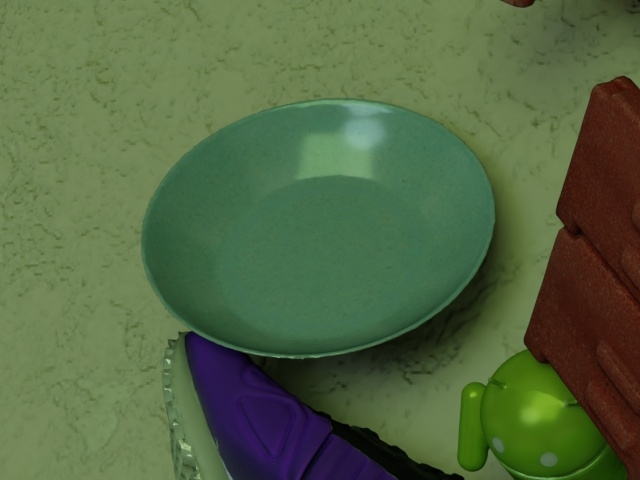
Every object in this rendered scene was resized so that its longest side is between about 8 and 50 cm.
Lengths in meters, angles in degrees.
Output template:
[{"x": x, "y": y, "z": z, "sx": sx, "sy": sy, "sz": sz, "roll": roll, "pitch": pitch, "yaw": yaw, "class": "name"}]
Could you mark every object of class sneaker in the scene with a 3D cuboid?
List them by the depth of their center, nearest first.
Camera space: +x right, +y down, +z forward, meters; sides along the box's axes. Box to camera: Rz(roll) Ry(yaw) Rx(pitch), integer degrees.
[{"x": 0.016, "y": 0.145, "z": 0.939, "sx": 0.146, "sy": 0.102, "sz": 0.293, "roll": -16, "pitch": 43, "yaw": -14, "class": "sneaker"}]

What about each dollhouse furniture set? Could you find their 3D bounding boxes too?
[{"x": 0.171, "y": -0.065, "z": 0.913, "sx": 0.201, "sy": 0.152, "sz": 0.374, "roll": -6, "pitch": 39, "yaw": -20, "class": "dollhouse furniture set"}]

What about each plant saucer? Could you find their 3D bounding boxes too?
[{"x": 0.000, "y": 0.000, "z": 1.024, "sx": 0.194, "sy": 0.037, "sz": 0.195, "roll": -5, "pitch": 47, "yaw": 5, "class": "plant saucer"}]

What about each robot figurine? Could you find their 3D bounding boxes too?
[{"x": 0.117, "y": 0.092, "z": 0.904, "sx": 0.101, "sy": 0.115, "sz": 0.067, "roll": 9, "pitch": 69, "yaw": 26, "class": "robot figurine"}]
